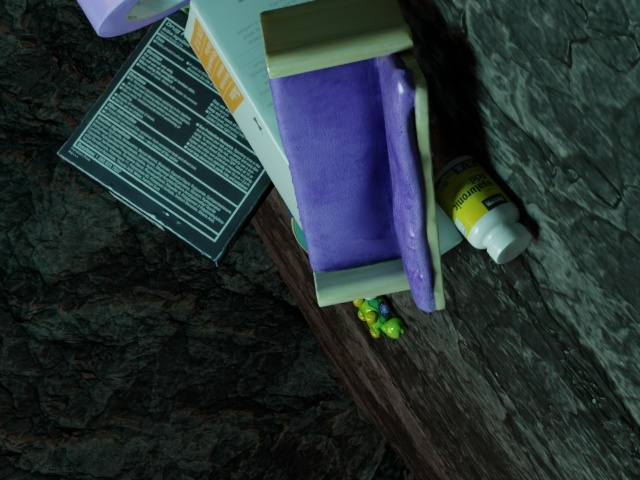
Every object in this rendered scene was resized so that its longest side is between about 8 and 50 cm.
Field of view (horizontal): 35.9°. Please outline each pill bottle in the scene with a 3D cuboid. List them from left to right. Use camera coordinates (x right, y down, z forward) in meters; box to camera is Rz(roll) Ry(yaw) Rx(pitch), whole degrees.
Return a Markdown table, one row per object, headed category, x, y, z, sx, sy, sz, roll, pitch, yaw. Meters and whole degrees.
| category | x | y | z | sx | sy | sz | roll | pitch | yaw |
| --- | --- | --- | --- | --- | --- | --- | --- | --- | --- |
| pill bottle | 0.176 | -0.032 | 1.076 | 0.116 | 0.065 | 0.065 | 54 | 171 | 27 |

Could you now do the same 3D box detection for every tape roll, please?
| category | x | y | z | sx | sy | sz | roll | pitch | yaw |
| --- | --- | --- | --- | --- | --- | --- | --- | --- | --- |
| tape roll | -0.194 | -0.374 | 1.289 | 0.090 | 0.275 | 0.275 | 58 | 172 | -5 |

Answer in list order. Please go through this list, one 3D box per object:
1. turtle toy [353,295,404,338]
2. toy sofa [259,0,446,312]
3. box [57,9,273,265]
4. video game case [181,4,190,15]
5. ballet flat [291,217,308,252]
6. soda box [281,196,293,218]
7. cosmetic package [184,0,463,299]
| category | x | y | z | sx | sy | sz | roll | pitch | yaw |
| --- | --- | --- | --- | --- | --- | --- | --- | --- | --- |
| turtle toy | 0.124 | 0.158 | 2.079 | 0.130 | 0.066 | 0.095 | 53 | 172 | 30 |
| toy sofa | 0.040 | -0.076 | 1.094 | 0.177 | 0.150 | 0.362 | -100 | -1 | -47 |
| box | -0.201 | -0.160 | 1.579 | 0.296 | 0.294 | 0.183 | 35 | 174 | -1 |
| video game case | -0.319 | -0.531 | 2.221 | 0.269 | 0.061 | 0.244 | 49 | 167 | 49 |
| ballet flat | 0.000 | 0.000 | 2.232 | 0.086 | 0.086 | 0.248 | 47 | 167 | 54 |
| soda box | -0.058 | -0.150 | 1.716 | 0.067 | 0.071 | 0.210 | 140 | 107 | -78 |
| cosmetic package | -0.005 | -0.154 | 1.380 | 0.453 | 0.161 | 0.230 | 59 | 172 | -5 |
